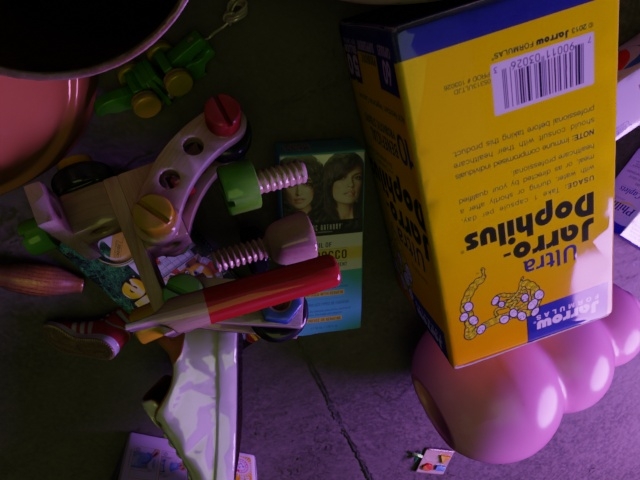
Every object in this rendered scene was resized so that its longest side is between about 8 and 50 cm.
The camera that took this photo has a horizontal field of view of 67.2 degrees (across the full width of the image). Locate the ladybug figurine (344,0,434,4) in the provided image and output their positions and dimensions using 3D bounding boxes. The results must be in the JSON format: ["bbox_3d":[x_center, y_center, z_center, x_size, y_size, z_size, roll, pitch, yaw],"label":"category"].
[{"bbox_3d":[0.116,-0.350,0.343,0.449,0.162,0.305,-26,79,2],"label":"ladybug figurine"}]

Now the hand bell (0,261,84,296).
[{"bbox_3d":[-0.395,0.032,0.534,0.242,0.126,0.126,10,113,-29],"label":"hand bell"}]

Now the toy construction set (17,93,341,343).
[{"bbox_3d":[-0.143,0.012,0.431,0.237,0.309,0.258,-16,103,-14],"label":"toy construction set"}]

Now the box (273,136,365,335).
[{"bbox_3d":[0.000,0.000,0.605,0.100,0.060,0.244,-6,116,-9],"label":"box"}]

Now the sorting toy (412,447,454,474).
[{"bbox_3d":[0.194,0.396,0.859,0.083,0.012,0.062,13,112,-17],"label":"sorting toy"}]

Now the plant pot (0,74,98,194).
[{"bbox_3d":[-0.356,-0.148,0.384,0.290,0.203,0.291,-4,115,-9],"label":"plant pot"}]

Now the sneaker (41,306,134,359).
[{"bbox_3d":[-0.291,0.113,0.617,0.118,0.067,0.042,9,120,18],"label":"sneaker"}]

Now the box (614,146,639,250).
[{"bbox_3d":[0.472,-0.052,0.668,0.126,0.072,0.137,25,107,-21],"label":"box"}]

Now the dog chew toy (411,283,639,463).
[{"bbox_3d":[0.298,0.160,0.672,0.331,0.206,0.207,-25,118,-8],"label":"dog chew toy"}]

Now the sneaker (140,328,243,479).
[{"bbox_3d":[-0.165,0.240,0.629,0.123,0.106,0.290,1,98,-5],"label":"sneaker"}]

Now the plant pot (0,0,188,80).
[{"bbox_3d":[-0.172,-0.244,0.338,0.215,0.230,0.215,-3,118,-5],"label":"plant pot"}]

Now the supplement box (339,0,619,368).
[{"bbox_3d":[0.169,-0.078,0.526,0.195,0.194,0.357,-19,117,-3],"label":"supplement box"}]

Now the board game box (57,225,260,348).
[{"bbox_3d":[-0.184,0.058,0.615,0.136,0.030,0.260,-34,117,8],"label":"board game box"}]

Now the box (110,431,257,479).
[{"bbox_3d":[-0.208,0.384,0.722,0.203,0.103,0.114,19,110,-19],"label":"box"}]

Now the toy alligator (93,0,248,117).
[{"bbox_3d":[-0.146,-0.177,0.500,0.189,0.056,0.051,-34,160,2],"label":"toy alligator"}]

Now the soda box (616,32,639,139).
[{"bbox_3d":[0.407,-0.211,0.578,0.216,0.074,0.069,-34,117,5],"label":"soda box"}]
